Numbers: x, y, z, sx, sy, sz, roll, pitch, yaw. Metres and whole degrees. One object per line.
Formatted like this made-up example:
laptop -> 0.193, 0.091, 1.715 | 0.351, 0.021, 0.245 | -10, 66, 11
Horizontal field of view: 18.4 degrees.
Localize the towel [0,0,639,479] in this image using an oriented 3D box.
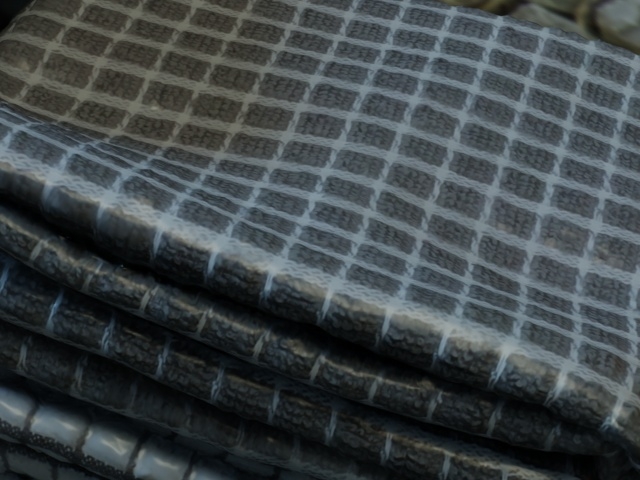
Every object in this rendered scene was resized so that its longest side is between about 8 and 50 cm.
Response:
towel -> 0.000, 0.000, 0.657 | 0.283, 0.121, 0.235 | 19, 35, 3
